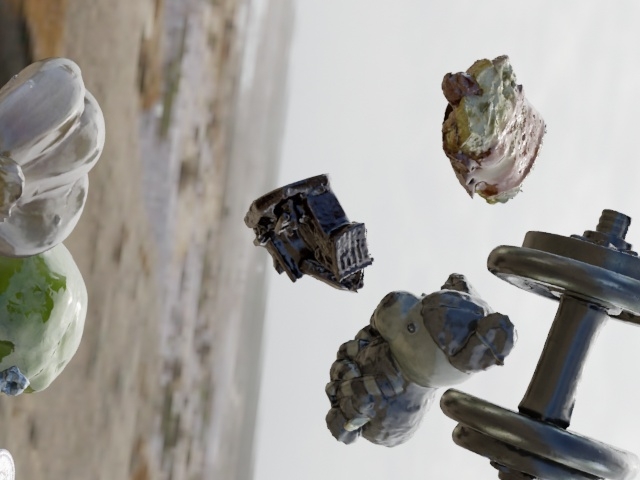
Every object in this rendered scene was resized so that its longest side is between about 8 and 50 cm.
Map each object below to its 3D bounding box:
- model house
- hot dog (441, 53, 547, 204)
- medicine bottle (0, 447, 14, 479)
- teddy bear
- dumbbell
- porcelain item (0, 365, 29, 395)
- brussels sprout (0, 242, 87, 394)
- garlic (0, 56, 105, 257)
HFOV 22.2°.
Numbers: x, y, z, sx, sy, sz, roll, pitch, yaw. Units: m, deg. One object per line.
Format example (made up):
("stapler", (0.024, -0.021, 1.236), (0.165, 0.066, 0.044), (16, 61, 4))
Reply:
("model house", (-0.008, 0.003, 2.100), (0.203, 0.141, 0.164), (112, -47, -86))
("hot dog", (0.195, -0.136, 1.951), (0.146, 0.103, 0.213), (-59, 143, -20))
("medicine bottle", (-0.436, 0.244, 1.736), (0.122, 0.212, 0.122), (4, 90, -73))
("teddy bear", (0.112, 0.113, 1.882), (0.251, 0.144, 0.171), (-47, -165, 28))
("dumbbell", (0.218, 0.109, 1.460), (0.192, 0.192, 0.290), (128, -19, -86))
("porcelain item", (-0.391, 0.170, 1.953), (0.028, 0.083, 0.036), (-98, -170, -63))
("brussels sprout", (-0.438, 0.083, 2.077), (0.242, 0.274, 0.316), (-87, -171, -65))
("garlic", (-0.361, -0.097, 1.840), (0.292, 0.210, 0.237), (-54, 159, -66))
